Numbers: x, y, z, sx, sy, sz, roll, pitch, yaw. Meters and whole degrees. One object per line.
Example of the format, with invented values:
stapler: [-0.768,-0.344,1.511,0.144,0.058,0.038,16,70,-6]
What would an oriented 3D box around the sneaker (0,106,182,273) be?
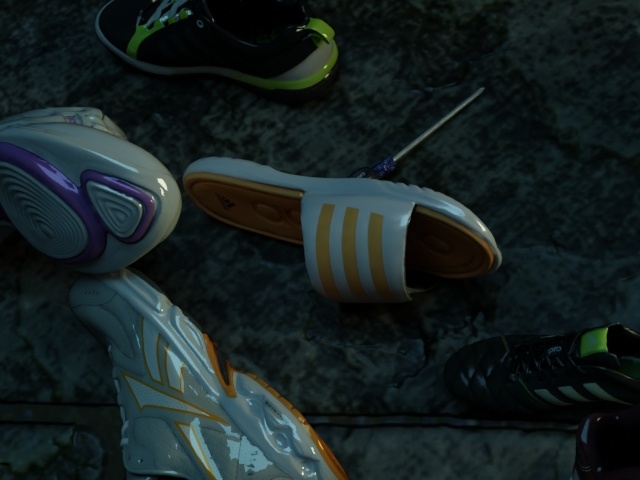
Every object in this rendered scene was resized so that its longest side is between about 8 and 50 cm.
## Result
sneaker: [-0.185,-0.059,1.051,0.152,0.114,0.305,-37,27,-32]

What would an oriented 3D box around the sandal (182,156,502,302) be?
sandal: [0.003,0.006,1.020,0.265,0.102,0.076,10,61,31]

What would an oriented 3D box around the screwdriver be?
screwdriver: [0.067,-0.069,1.094,0.170,0.024,0.025,-36,26,-12]

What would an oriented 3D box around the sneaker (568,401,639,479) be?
sneaker: [0.262,0.169,0.792,0.281,0.162,0.106,17,62,25]

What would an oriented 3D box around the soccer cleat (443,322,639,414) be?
soccer cleat: [0.167,0.080,0.933,0.178,0.072,0.060,0,57,16]

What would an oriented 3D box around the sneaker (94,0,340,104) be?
sneaker: [-0.088,-0.185,1.167,0.234,0.097,0.084,13,61,23]

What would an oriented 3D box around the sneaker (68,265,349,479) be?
sneaker: [-0.108,0.117,0.973,0.121,0.099,0.262,-45,56,-11]
